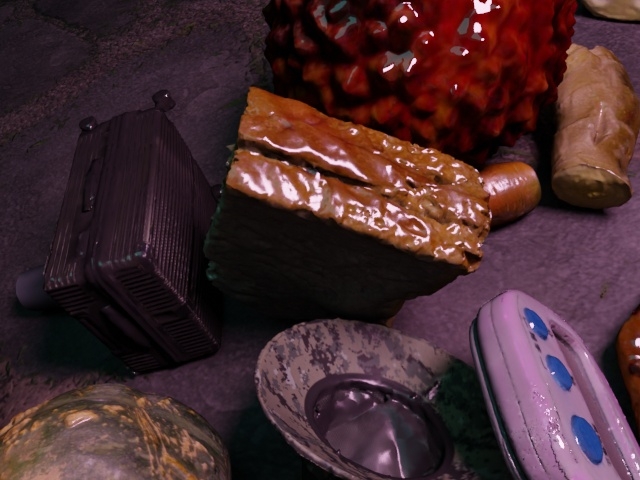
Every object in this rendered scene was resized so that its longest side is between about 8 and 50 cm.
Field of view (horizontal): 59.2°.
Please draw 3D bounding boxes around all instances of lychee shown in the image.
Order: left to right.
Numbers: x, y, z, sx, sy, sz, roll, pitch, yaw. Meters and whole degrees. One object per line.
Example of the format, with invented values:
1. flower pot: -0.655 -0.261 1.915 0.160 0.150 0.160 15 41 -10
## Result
1. lychee: 0.131 -0.299 0.774 0.424 0.425 0.500 -4 49 18

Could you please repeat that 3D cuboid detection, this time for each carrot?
1. carrot: 0.193 -0.048 0.754 0.193 0.087 0.087 -18 47 4

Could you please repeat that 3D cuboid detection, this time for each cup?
1. cup: -0.427 0.069 0.909 0.077 0.078 0.100 -12 14 17

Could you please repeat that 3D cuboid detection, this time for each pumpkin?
1. pumpkin: -0.200 0.285 0.479 0.257 0.291 0.328 7 63 -12

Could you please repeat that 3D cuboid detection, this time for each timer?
1. timer: 0.216 0.153 0.506 0.069 0.190 0.209 -38 40 28

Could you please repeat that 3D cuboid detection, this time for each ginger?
1. ginger: 0.370 -0.160 0.761 0.109 0.116 0.263 -11 50 36

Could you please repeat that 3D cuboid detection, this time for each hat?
1. hat: 0.050 0.195 0.555 0.265 0.128 0.265 13 21 -5

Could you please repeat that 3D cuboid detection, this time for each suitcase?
1. suitcase: -0.237 -0.015 0.791 0.152 0.230 0.335 -18 46 7

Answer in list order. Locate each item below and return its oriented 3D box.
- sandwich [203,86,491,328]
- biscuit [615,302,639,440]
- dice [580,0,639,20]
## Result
1. sandwich: 0.001 0.000 0.650 0.262 0.325 0.131 19 63 -7
2. biscuit: 0.466 0.136 0.512 0.359 0.046 0.359 -9 51 11
3. dice: 0.540 -0.482 0.936 0.169 0.169 0.166 24 63 36
